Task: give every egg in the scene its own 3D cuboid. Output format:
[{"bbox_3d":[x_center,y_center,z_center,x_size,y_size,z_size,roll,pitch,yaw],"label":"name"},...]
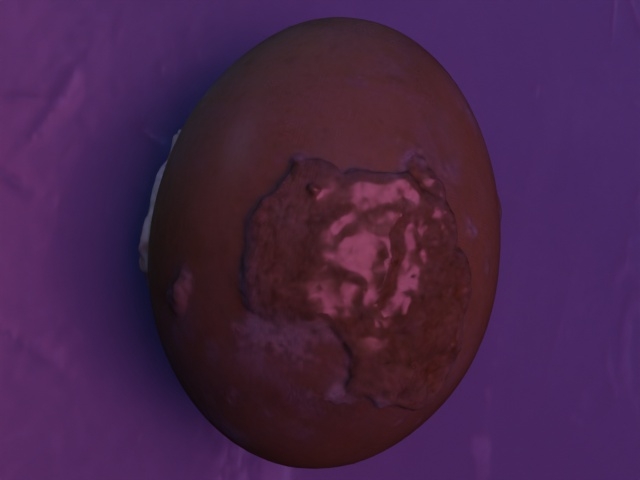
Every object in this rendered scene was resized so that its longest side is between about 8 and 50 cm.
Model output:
[{"bbox_3d":[0.003,0.000,0.542,0.164,0.164,0.201,11,82,-29],"label":"egg"}]
